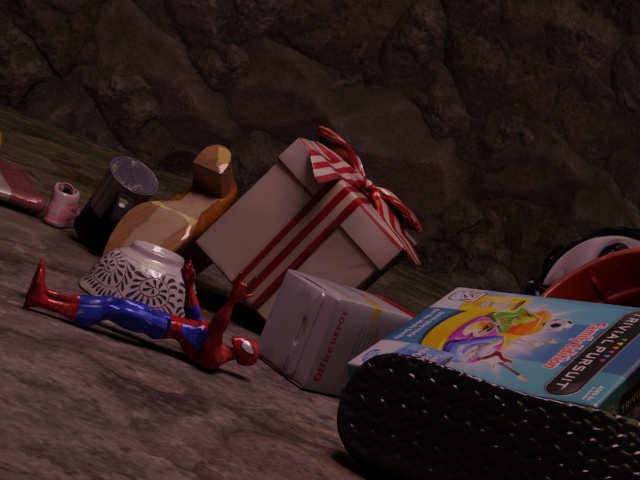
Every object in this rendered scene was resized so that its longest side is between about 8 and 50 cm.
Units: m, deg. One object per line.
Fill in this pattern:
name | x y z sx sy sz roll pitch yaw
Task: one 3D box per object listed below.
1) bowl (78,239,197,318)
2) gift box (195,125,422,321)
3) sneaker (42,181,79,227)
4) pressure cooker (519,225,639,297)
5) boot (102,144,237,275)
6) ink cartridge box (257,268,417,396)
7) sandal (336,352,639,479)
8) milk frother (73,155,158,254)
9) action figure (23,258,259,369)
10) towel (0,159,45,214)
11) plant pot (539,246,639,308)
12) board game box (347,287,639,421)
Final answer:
bowl | -0.232 0.049 1.628 0.170 0.080 0.170 21 5 -2
gift box | 0.000 0.000 1.820 0.255 0.258 0.276 47 7 1
sneaker | -0.421 -0.061 2.014 0.051 0.070 0.134 20 4 0
pressure cooker | 0.629 0.154 2.463 0.420 0.370 0.376 10 47 -57
boot | -0.220 0.007 1.863 0.104 0.295 0.211 29 -33 16
ink cartridge box | 0.029 0.131 1.611 0.176 0.128 0.127 19 6 -39
sandal | 0.232 0.242 1.247 0.445 0.168 0.107 24 -18 21
milk frother | -0.293 -0.034 1.904 0.143 0.135 0.129 16 39 -33
action figure | -0.188 0.062 1.418 0.280 0.139 0.091 23 6 -14
towel | -0.633 -0.126 1.999 0.329 0.037 0.237 18 9 -28
plant pot | 0.486 0.196 1.859 0.265 0.272 0.272 55 -7 -20
board game box | 0.242 0.151 1.463 0.336 0.079 0.253 5 23 39
